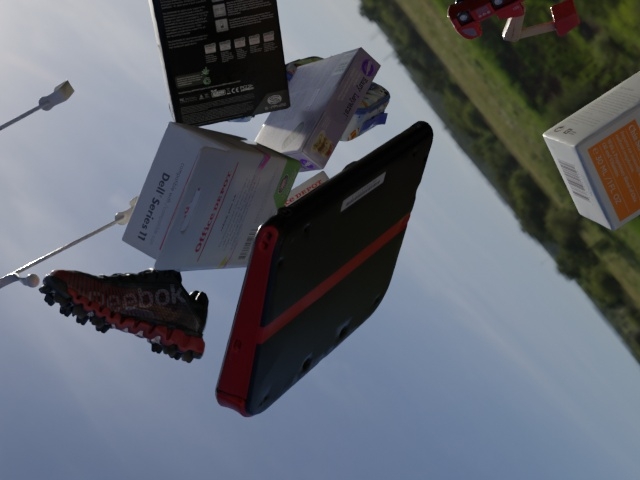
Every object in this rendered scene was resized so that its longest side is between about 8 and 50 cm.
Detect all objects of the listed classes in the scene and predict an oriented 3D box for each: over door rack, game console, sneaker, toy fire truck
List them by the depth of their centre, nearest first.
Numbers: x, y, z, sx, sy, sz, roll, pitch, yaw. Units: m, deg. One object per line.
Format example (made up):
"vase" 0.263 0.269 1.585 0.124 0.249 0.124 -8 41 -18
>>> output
"game console" 0.008 0.036 1.277 0.060 0.342 0.386 29 -141 21
"sneaker" -0.285 0.085 1.437 0.276 0.135 0.097 25 167 -28
"over door rack" -0.461 -0.061 1.441 0.240 0.324 0.108 61 177 -23
"toy fire truck" 0.329 -0.384 1.612 0.135 0.192 0.047 45 -147 -41

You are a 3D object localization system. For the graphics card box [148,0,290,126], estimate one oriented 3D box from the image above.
"graphics card box" -0.193 -0.406 1.753 0.094 0.232 0.371 -124 22 -58

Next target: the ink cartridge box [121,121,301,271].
"ink cartridge box" -0.180 -0.066 1.493 0.119 0.207 0.353 27 -171 19

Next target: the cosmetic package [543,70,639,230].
"cosmetic package" 0.751 -0.247 2.082 0.230 0.453 0.161 58 176 -21

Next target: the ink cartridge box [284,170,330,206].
"ink cartridge box" 0.000 0.000 1.932 0.237 0.172 0.100 57 177 32

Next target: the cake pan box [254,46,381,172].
"cake pan box" -0.020 -0.256 1.889 0.070 0.267 0.245 38 159 -28

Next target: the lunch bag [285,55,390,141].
"lunch bag" 0.034 -0.332 2.195 0.243 0.115 0.303 28 -155 11

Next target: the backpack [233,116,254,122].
"backpack" -0.257 -0.452 2.495 0.355 0.273 0.290 28 -119 -67
